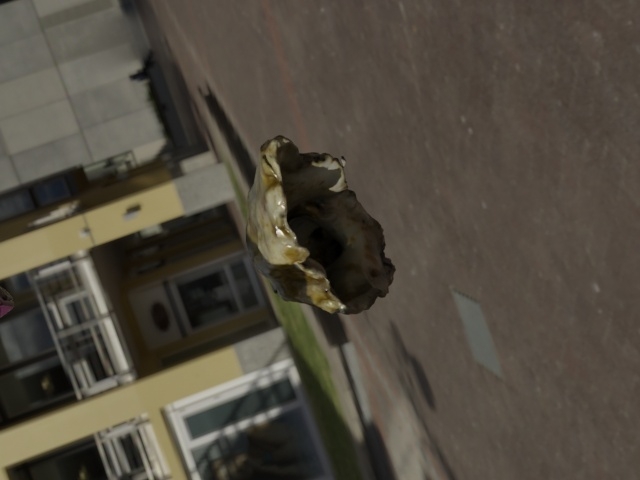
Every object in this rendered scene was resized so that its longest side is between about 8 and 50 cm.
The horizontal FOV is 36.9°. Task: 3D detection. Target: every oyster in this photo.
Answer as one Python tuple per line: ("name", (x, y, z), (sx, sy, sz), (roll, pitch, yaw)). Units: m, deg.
("oyster", (-0.005, -0.002, 0.983), (0.341, 0.110, 0.166), (8, -109, -76))

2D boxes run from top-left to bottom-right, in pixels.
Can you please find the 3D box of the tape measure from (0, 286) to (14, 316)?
("tape measure", (-0.295, 0.066, 0.695), (0.074, 0.118, 0.125), (44, 174, 8))
